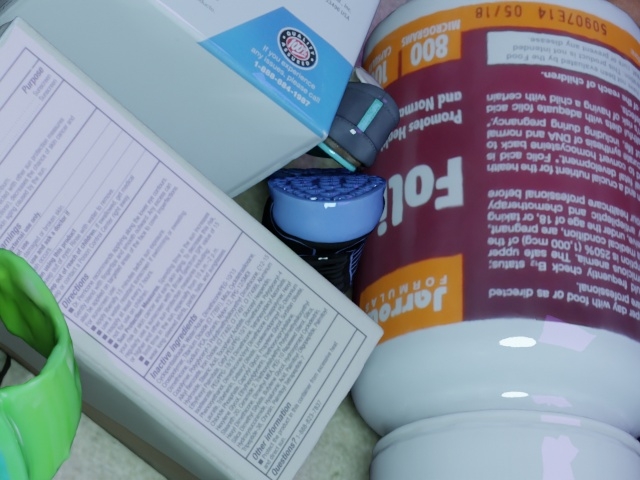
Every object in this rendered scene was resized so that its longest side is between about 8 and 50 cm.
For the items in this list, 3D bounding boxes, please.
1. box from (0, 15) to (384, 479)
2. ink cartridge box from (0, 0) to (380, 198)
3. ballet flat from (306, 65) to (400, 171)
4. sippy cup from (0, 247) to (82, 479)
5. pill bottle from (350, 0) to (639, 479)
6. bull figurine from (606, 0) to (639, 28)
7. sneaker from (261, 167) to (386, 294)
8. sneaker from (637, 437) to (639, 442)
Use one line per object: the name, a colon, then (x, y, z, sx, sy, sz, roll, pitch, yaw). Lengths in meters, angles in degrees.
box: (-0.130, 0.021, 1.093, 0.311, 0.121, 0.148, 42, 67, -18)
ink cartridge box: (-0.084, -0.188, 1.193, 0.198, 0.197, 0.270, 37, 52, -21)
ballet flat: (0.008, -0.091, 1.227, 0.074, 0.203, 0.074, -2, 99, -15)
sippy cup: (-0.285, 0.095, 0.821, 0.306, 0.240, 0.224, 14, 18, -39)
pill bottle: (0.133, 0.030, 1.260, 0.224, 0.224, 0.392, 20, 59, -32)
bull figurine: (0.233, -0.220, 1.493, 0.188, 0.101, 0.310, 46, 23, -24)
sneaker: (0.000, 0.000, 1.176, 0.081, 0.232, 0.090, -1, 95, -3)
sneaker: (0.278, 0.021, 1.369, 0.148, 0.131, 0.350, -25, 120, -38)
